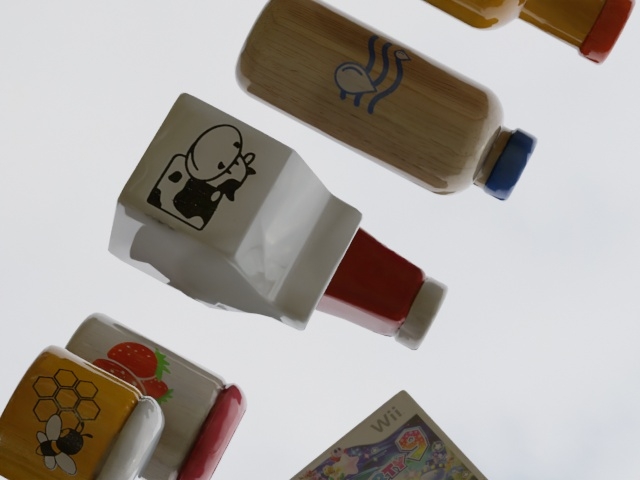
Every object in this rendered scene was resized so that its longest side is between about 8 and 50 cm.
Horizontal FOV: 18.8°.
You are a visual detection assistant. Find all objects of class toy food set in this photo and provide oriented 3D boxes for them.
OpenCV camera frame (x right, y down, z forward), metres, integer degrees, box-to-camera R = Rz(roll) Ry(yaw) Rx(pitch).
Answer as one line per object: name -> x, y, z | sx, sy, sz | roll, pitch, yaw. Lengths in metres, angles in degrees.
toy food set -> 0.000, 0.000, 0.590 | 0.104, 0.111, 0.232 | 28, -116, 2

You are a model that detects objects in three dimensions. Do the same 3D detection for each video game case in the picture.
video game case -> 0.039, 0.131, 0.876 | 0.087, 0.011, 0.122 | -38, -132, -6
